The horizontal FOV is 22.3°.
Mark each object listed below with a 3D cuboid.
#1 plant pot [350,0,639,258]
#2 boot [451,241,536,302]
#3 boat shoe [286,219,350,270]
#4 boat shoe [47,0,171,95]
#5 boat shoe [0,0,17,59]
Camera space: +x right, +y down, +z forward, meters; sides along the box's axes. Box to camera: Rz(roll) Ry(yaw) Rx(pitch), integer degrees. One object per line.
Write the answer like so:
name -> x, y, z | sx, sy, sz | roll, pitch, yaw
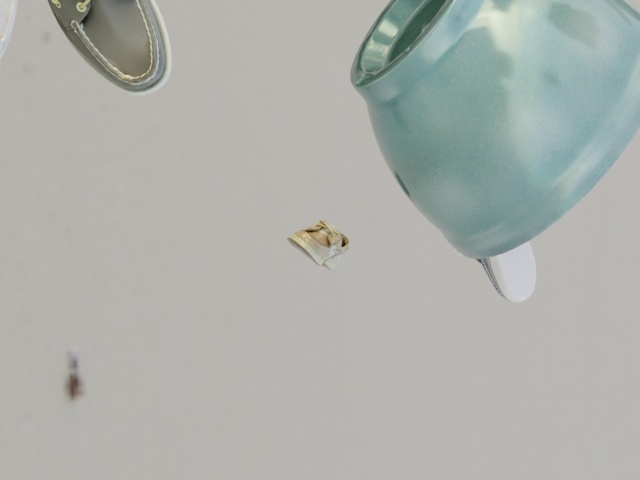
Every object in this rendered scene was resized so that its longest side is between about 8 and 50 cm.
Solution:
plant pot -> 0.153, -0.156, 1.538 | 0.196, 0.293, 0.293 | 37, 37, -18
boot -> 0.198, 0.003, 1.961 | 0.069, 0.086, 0.190 | 15, 52, -37
boat shoe -> 0.000, 0.000, 1.818 | 0.045, 0.050, 0.135 | -52, 167, 3
boat shoe -> -0.266, -0.299, 1.812 | 0.305, 0.109, 0.091 | 60, 0, 3
boat shoe -> -0.430, -0.217, 1.969 | 0.098, 0.096, 0.277 | 24, 84, -27
